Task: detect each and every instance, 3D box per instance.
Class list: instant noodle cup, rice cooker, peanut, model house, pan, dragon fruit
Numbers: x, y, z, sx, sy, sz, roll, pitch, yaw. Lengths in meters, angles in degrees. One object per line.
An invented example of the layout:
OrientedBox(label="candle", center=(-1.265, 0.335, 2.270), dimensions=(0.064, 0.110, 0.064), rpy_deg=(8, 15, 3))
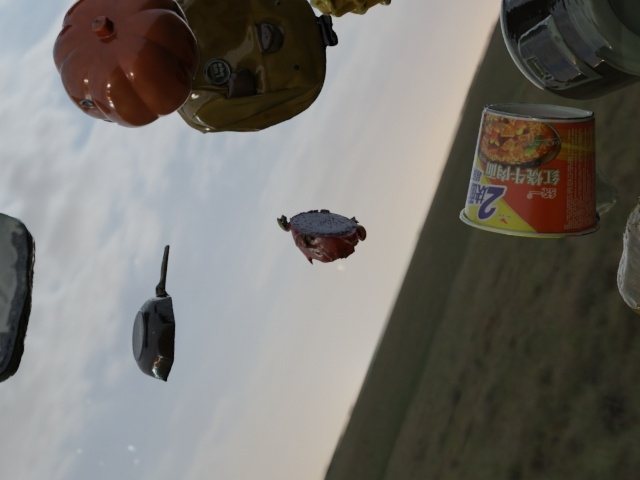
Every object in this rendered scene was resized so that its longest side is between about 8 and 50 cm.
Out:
OrientedBox(label="instant noodle cup", center=(0.317, -0.110, 1.649), dimensions=(0.213, 0.213, 0.174), rpy_deg=(-54, -32, -73))
OrientedBox(label="rice cooker", center=(0.521, -0.423, 1.994), dimensions=(0.325, 0.335, 0.335), rpy_deg=(-16, 50, 66))
OrientedBox(label="peanut", center=(0.413, 0.008, 1.300), dimensions=(0.236, 0.110, 0.120), rpy_deg=(85, 166, -55))
OrientedBox(label="model house", center=(-0.544, 0.117, 1.778), dimensions=(0.301, 0.190, 0.271), rpy_deg=(114, 158, -71))
OrientedBox(label="pan", center=(-0.261, 0.118, 1.708), dimensions=(0.202, 0.048, 0.128), rpy_deg=(-104, 30, -42))
OrientedBox(label="dragon fruit", center=(0.005, 0.001, 1.711), dimensions=(0.112, 0.126, 0.068), rpy_deg=(44, 134, 53))

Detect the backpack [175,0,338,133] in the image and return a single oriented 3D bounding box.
OrientedBox(label="backpack", center=(-0.161, -0.409, 2.376), dimensions=(0.201, 0.378, 0.353), rpy_deg=(164, 89, -75))

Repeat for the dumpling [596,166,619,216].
OrientedBox(label="dumpling", center=(0.424, -0.085, 1.989), dimensions=(0.155, 0.181, 0.111), rpy_deg=(68, 154, 18))

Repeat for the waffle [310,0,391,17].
OrientedBox(label="waffle", center=(0.123, -0.475, 1.797), dimensions=(0.329, 0.062, 0.329), rpy_deg=(-31, -15, -9))

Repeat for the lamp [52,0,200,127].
OrientedBox(label="lamp", center=(-0.253, -0.243, 1.437), dimensions=(0.164, 0.188, 0.187), rpy_deg=(52, -123, -69))
